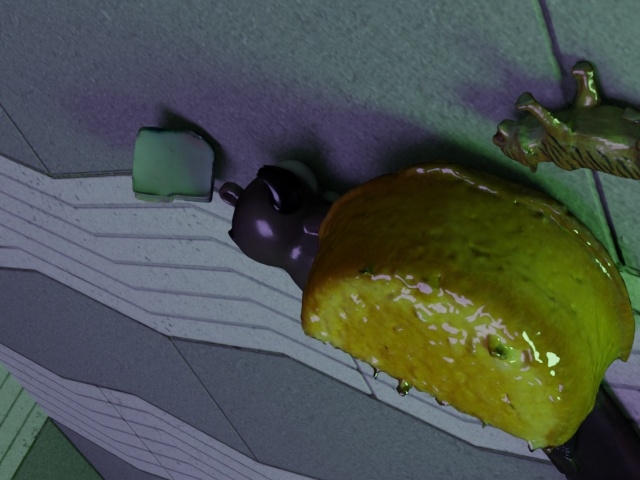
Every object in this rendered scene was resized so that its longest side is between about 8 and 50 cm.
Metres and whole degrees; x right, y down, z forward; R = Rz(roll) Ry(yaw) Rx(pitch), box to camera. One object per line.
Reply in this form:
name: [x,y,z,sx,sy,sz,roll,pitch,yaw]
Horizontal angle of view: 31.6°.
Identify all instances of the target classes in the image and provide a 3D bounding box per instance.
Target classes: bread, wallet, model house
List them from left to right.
model house: [-0.180,-0.091,1.422,0.101,0.087,0.100,5,177,-2]
bread: [0.139,0.040,1.085,0.340,0.194,0.179,25,145,13]
wallet: [0.330,0.255,1.367,0.165,0.042,0.309,-6,130,52]

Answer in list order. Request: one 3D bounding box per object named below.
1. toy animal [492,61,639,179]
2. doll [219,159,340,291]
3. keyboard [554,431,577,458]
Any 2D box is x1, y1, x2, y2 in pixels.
toy animal: [0.240,-0.091,0.923,0.241,0.056,0.099,13,151,38]
doll: [0.000,0.002,1.290,0.257,0.117,0.182,35,149,3]
keyboard: [0.274,0.203,1.305,0.053,0.010,0.155,27,149,27]
